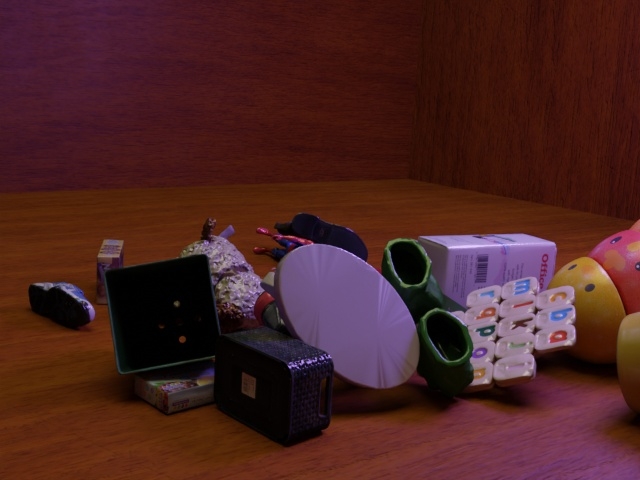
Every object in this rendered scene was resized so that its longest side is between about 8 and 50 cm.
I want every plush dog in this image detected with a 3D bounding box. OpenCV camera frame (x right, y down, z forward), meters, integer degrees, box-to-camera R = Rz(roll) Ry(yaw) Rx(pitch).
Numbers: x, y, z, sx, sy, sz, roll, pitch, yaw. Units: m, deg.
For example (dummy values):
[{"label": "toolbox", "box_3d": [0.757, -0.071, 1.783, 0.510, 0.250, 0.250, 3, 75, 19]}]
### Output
[{"label": "plush dog", "box_3d": [-0.190, 0.094, 1.682, 0.225, 0.210, 0.262, 40, 30, 25]}]

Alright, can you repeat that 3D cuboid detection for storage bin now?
[{"label": "storage bin", "box_3d": [-0.073, 0.210, 1.209, 0.084, 0.122, 0.180, -7, 15, -43]}]

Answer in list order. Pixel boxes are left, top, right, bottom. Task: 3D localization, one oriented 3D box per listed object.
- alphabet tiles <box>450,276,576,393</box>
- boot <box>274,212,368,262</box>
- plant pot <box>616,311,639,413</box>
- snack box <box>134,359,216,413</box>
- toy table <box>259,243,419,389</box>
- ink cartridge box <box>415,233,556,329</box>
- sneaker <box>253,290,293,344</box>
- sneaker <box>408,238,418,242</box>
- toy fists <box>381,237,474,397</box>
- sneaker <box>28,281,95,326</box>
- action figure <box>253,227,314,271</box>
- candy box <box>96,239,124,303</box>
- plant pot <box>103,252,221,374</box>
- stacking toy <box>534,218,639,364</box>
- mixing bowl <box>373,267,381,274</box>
[{"label": "alphabet tiles", "box_3d": [0.319, 0.165, 1.456, 0.278, 0.021, 0.284, -17, 25, 25]}, {"label": "boot", "box_3d": [0.000, 0.000, 2.349, 0.263, 0.091, 0.229, 31, -12, -6]}, {"label": "plant pot", "box_3d": [0.606, 0.189, 1.267, 0.239, 0.253, 0.254, -7, 3, 38]}, {"label": "snack box", "box_3d": [-0.209, 0.229, 1.293, 0.141, 0.037, 0.100, -6, 13, -42]}, {"label": "toy table", "box_3d": [0.020, 0.131, 1.332, 0.252, 0.274, 0.161, -38, 5, -24]}, {"label": "ink cartridge box", "box_3d": [0.344, 0.094, 1.718, 0.278, 0.201, 0.117, -2, 12, -25]}, {"label": "sneaker", "box_3d": [0.014, 0.169, 1.531, 0.276, 0.097, 0.135, 12, 26, -21]}, {"label": "sneaker", "box_3d": [0.317, 0.023, 2.502, 0.135, 0.052, 0.058, -6, 22, -9]}, {"label": "toy fists", "box_3d": [0.180, 0.131, 1.388, 0.096, 0.142, 0.279, -17, 59, -14]}, {"label": "sneaker", "box_3d": [-0.512, 0.119, 1.651, 0.081, 0.080, 0.211, -12, 20, -43]}, {"label": "action figure", "box_3d": [-0.118, 0.025, 2.236, 0.139, 0.091, 0.280, 2, 8, -41]}, {"label": "candy box", "box_3d": [-0.477, 0.068, 1.847, 0.053, 0.109, 0.187, 1, 11, -12]}, {"label": "plant pot", "box_3d": [-0.252, 0.132, 1.376, 0.166, 0.165, 0.234, -10, -9, -6]}, {"label": "stacking toy", "box_3d": [0.556, 0.130, 1.557, 0.480, 0.350, 0.350, -17, 14, -8]}, {"label": "mixing bowl", "box_3d": [0.136, 0.119, 1.807, 0.182, 0.098, 0.181, 3, 12, -1]}]
